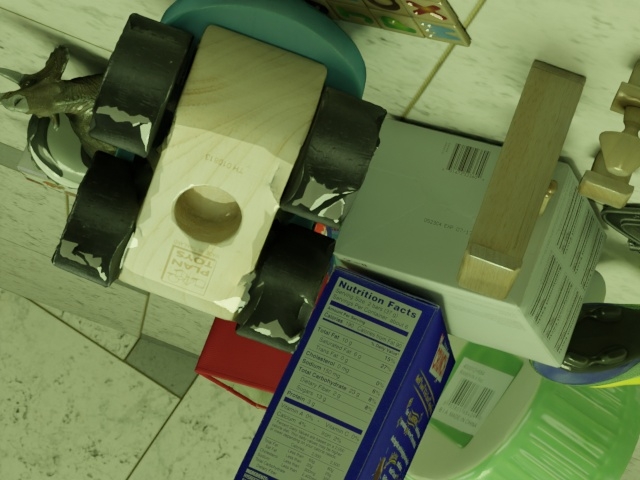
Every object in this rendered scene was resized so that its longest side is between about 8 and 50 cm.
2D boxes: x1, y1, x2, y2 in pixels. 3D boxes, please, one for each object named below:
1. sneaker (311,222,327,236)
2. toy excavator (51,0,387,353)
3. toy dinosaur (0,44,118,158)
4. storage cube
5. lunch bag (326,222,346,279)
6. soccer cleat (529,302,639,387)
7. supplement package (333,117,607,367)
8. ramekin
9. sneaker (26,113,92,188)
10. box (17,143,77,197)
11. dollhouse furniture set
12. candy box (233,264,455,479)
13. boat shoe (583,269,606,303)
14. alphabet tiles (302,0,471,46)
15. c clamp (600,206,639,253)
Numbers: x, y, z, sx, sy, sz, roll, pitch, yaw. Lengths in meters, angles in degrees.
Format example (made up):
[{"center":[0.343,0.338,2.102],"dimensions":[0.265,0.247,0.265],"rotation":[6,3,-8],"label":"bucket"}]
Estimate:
[{"center":[0.000,0.000,2.252],"dimensions":[0.161,0.057,0.075],"rotation":[28,172,-17],"label":"sneaker"},{"center":[-0.080,-0.086,1.701],"dimensions":[0.222,0.445,0.433],"rotation":[20,128,-3],"label":"toy excavator"},{"center":[-0.216,-0.122,2.011],"dimensions":[0.160,0.121,0.313],"rotation":[26,173,30],"label":"toy dinosaur"},{"center":[-0.024,0.142,2.589],"dimensions":[0.215,0.193,0.184],"rotation":[12,165,34],"label":"storage cube"},{"center":[0.101,0.002,2.017],"dimensions":[0.151,0.096,0.129],"rotation":[-7,-170,-41],"label":"lunch bag"},{"center":[0.354,0.109,1.931],"dimensions":[0.289,0.093,0.121],"rotation":[2,165,-11],"label":"soccer cleat"},{"center":[0.150,0.004,1.801],"dimensions":[0.194,0.149,0.203],"rotation":[17,167,23],"label":"supplement package"},{"center":[0.230,0.214,2.262],"dimensions":[0.148,0.303,0.303],"rotation":[36,162,-27],"label":"ramekin"},{"center":[-0.214,-0.095,2.148],"dimensions":[0.272,0.100,0.108],"rotation":[22,160,-33],"label":"sneaker"},{"center":[-0.220,-0.060,2.347],"dimensions":[0.324,0.067,0.063],"rotation":[20,168,7],"label":"box"},{"center":[0.305,0.010,1.517],"dimensions":[0.356,0.173,0.303],"rotation":[20,168,4],"label":"dollhouse furniture set"},{"center":[0.014,0.211,1.826],"dimensions":[0.122,0.317,0.268],"rotation":[24,169,14],"label":"candy box"},{"center":[0.202,0.055,2.071],"dimensions":[0.102,0.108,0.301],"rotation":[25,174,-23],"label":"boat shoe"},{"center":[-0.006,-0.219,1.435],"dimensions":[0.198,0.009,0.237],"rotation":[15,167,26],"label":"alphabet tiles"},{"center":[0.340,-0.001,1.784],"dimensions":[0.137,0.022,0.161],"rotation":[33,165,-26],"label":"c clamp"}]
